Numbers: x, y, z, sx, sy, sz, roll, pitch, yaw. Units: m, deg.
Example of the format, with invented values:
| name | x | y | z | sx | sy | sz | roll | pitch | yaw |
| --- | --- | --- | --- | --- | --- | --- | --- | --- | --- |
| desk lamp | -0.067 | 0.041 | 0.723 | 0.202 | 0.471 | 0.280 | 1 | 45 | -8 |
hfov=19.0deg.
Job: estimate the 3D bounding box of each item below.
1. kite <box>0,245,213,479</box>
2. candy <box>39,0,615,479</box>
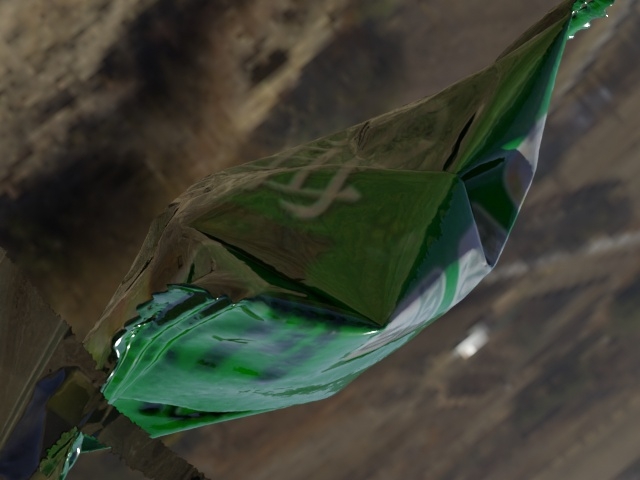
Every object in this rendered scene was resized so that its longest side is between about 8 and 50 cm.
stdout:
| name | x | y | z | sx | sy | sz | roll | pitch | yaw |
| --- | --- | --- | --- | --- | --- | --- | --- | --- | --- |
| kite | -0.088 | 0.065 | 0.488 | 0.141 | 0.245 | 0.015 | -52 | 154 | -19 |
| candy | 0.001 | 0.004 | 0.593 | 0.141 | 0.078 | 0.203 | -16 | -160 | 50 |
